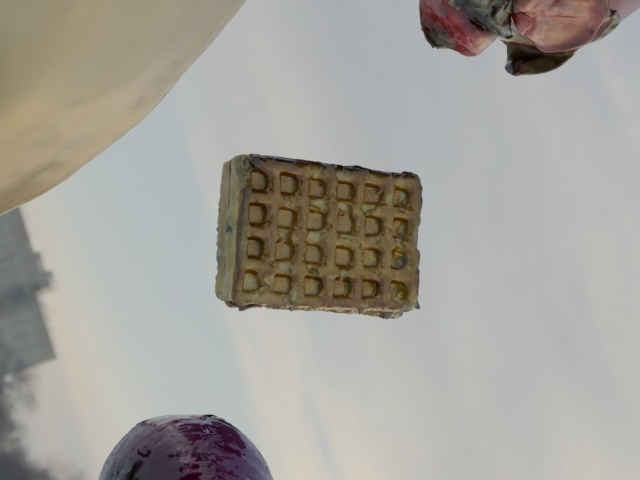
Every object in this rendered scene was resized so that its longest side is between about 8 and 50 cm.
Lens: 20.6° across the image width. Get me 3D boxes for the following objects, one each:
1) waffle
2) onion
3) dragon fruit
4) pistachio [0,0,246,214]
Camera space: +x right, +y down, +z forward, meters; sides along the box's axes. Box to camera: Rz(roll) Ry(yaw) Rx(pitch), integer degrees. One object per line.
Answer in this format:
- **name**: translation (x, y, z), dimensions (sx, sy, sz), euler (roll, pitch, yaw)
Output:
- **waffle**: translation (0.000, 0.000, 1.177), dimensions (0.042, 0.148, 0.102), euler (-3, -98, 58)
- **onion**: translation (-0.059, 0.123, 0.686), dimensions (0.115, 0.104, 0.115), euler (-40, -136, 54)
- **dragon fruit**: translation (0.153, -0.228, 1.165), dimensions (0.224, 0.224, 0.227), euler (105, -13, -64)
- **pistachio**: translation (-0.099, -0.145, 0.478), dimensions (0.309, 0.230, 0.230), euler (-63, -146, 18)
